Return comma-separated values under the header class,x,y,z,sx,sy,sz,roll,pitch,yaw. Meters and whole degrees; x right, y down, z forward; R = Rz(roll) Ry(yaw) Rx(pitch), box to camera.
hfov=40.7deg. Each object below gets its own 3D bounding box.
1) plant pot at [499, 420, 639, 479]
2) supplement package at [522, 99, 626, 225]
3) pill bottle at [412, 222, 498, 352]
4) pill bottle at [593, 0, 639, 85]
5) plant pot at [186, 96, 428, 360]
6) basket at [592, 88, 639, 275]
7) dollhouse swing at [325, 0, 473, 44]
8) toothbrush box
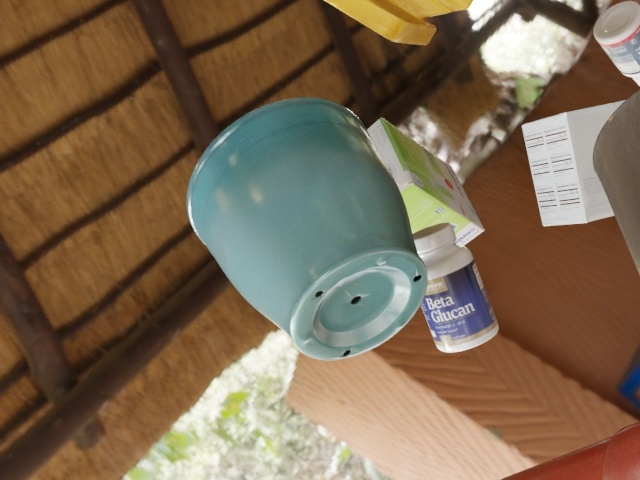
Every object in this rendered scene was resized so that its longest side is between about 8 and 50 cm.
class,x,y,z,sx,sy,sz,roll,pitch,yaw
plant pot,0.367,0.371,1.088,0.265,0.272,0.272,-29,6,39
supplement package,0.517,-0.148,1.625,0.194,0.203,0.149,-13,3,-19
pill bottle,0.181,0.064,1.221,0.094,0.169,0.094,-22,8,3
pill bottle,0.673,-0.413,1.843,0.180,0.108,0.108,37,-96,-34
plant pot,0.000,0.000,1.092,0.272,0.255,0.271,-17,-44,-17
basket,0.377,-0.040,0.864,0.204,0.154,0.226,-44,23,39
dollhouse swing,0.088,-0.405,0.929,0.346,0.315,0.305,-57,6,23
toothbrush box,0.205,-0.110,1.882,0.122,0.206,0.283,-38,-42,22
